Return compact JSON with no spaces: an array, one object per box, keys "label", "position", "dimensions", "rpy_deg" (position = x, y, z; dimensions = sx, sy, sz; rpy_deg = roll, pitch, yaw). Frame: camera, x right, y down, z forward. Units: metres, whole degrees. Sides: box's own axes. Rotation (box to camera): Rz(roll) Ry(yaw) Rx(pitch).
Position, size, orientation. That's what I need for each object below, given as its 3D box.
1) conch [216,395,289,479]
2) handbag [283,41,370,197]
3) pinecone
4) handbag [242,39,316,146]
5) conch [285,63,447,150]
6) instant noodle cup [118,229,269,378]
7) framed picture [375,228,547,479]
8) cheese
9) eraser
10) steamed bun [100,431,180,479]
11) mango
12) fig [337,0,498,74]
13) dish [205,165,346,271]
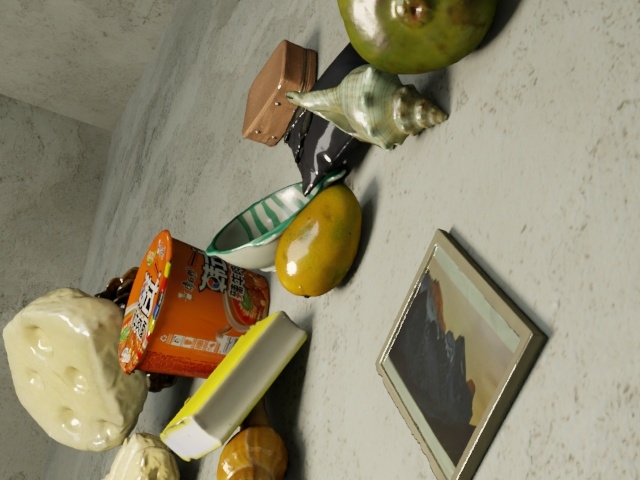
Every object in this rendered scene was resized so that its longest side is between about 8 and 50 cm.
[{"label":"conch","position":[-0.086,0.294,1.376],"dimensions":[0.330,0.093,0.109],"rpy_deg":[-70,-12,-70]},{"label":"handbag","position":[0.017,-0.192,1.489],"dimensions":[0.211,0.088,0.254],"rpy_deg":[-53,23,17]},{"label":"pinecone","position":[-0.366,0.191,1.954],"dimensions":[0.243,0.243,0.257],"rpy_deg":[-54,32,39]},{"label":"handbag","position":[-0.078,-0.279,1.829],"dimensions":[0.193,0.072,0.151],"rpy_deg":[131,150,-50]},{"label":"conch","position":[0.078,-0.182,1.303],"dimensions":[0.114,0.137,0.234],"rpy_deg":[-52,30,-8]},{"label":"instant noodle cup","position":[-0.213,0.128,1.662],"dimensions":[0.250,0.192,0.250],"rpy_deg":[-52,28,43]},{"label":"framed picture","position":[0.136,0.120,1.035],"dimensions":[0.192,0.018,0.265],"rpy_deg":[-67,21,15]},{"label":"cheese","position":[-0.453,0.238,1.818],"dimensions":[0.115,0.318,0.326],"rpy_deg":[-33,-12,-47]},{"label":"eraser","position":[-0.129,0.214,1.418],"dimensions":[0.226,0.069,0.158],"rpy_deg":[-50,7,-33]},{"label":"steamed bun","position":[-0.315,0.484,1.718],"dimensions":[0.295,0.137,0.292],"rpy_deg":[-56,21,18]},{"label":"mango","position":[0.002,0.005,1.355],"dimensions":[0.163,0.089,0.111],"rpy_deg":[-49,63,16]},{"label":"fig","position":[0.118,-0.316,1.208],"dimensions":[0.203,0.203,0.225],"rpy_deg":[-62,5,24]},{"label":"dish","position":[-0.053,-0.019,1.496],"dimensions":[0.246,0.078,0.224],"rpy_deg":[-34,17,-5]}]
